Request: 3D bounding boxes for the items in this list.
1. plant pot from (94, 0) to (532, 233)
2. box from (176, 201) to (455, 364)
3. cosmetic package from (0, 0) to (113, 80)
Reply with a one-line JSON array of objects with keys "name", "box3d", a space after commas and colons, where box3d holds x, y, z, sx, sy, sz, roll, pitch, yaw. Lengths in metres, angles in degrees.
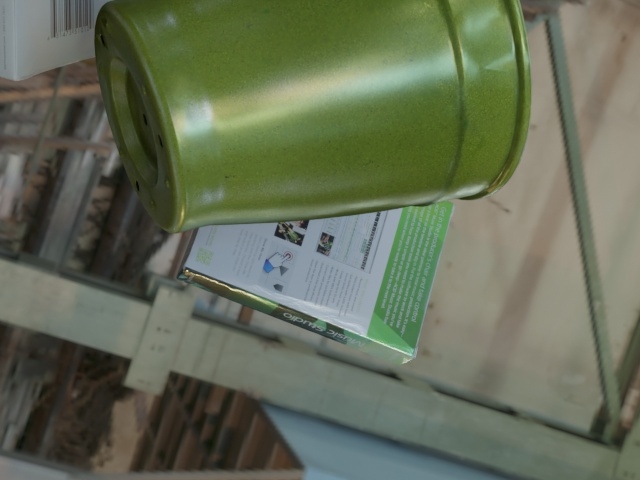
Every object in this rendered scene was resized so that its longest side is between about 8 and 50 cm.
[{"name": "plant pot", "box3d": [-0.032, -0.169, 1.161, 0.366, 0.353, 0.366, 51, -29, 43]}, {"name": "box", "box3d": [0.000, 0.000, 1.462, 0.058, 0.322, 0.232, 132, -22, -65]}, {"name": "cosmetic package", "box3d": [-0.487, -0.351, 1.528, 0.217, 0.385, 0.156, -31, 132, -53]}]
